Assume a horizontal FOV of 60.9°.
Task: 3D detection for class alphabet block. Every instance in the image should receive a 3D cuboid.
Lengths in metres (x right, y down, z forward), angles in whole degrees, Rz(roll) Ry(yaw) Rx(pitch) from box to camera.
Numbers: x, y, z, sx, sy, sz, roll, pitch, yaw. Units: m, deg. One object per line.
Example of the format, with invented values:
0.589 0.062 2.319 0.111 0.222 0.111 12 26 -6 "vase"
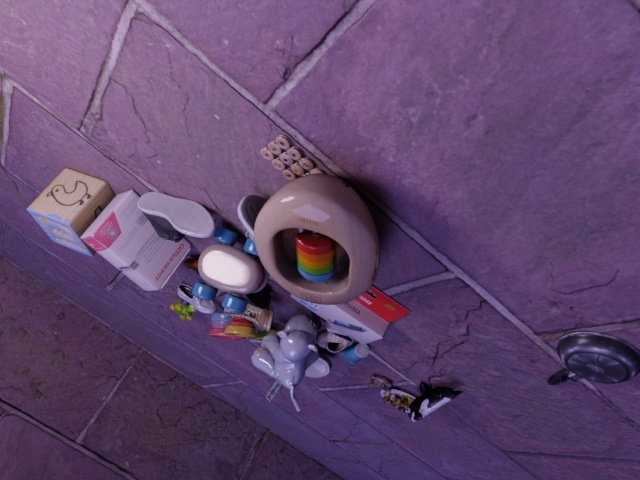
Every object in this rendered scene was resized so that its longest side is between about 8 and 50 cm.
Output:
-0.818 -0.095 1.848 0.192 0.197 0.193 19 148 16 "alphabet block"

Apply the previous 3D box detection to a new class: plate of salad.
0.326 0.643 2.140 0.199 0.048 0.200 21 149 13 "plate of salad"

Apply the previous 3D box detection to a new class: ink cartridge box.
-0.604 0.006 1.806 0.117 0.207 0.283 -6 135 46 "ink cartridge box"
0.083 0.194 1.652 0.296 0.066 0.261 34 151 -9 "ink cartridge box"

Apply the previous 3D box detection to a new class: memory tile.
-0.066 -0.178 1.271 0.148 0.012 0.113 41 148 -20 "memory tile"

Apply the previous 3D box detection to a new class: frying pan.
0.645 0.311 1.379 0.197 0.053 0.326 37 146 -12 "frying pan"

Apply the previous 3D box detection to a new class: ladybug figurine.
0.000 0.000 1.313 0.305 0.162 0.449 14 145 6 "ladybug figurine"

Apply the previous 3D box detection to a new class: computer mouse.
0.051 0.271 1.789 0.193 0.106 0.042 29 133 -23 "computer mouse"

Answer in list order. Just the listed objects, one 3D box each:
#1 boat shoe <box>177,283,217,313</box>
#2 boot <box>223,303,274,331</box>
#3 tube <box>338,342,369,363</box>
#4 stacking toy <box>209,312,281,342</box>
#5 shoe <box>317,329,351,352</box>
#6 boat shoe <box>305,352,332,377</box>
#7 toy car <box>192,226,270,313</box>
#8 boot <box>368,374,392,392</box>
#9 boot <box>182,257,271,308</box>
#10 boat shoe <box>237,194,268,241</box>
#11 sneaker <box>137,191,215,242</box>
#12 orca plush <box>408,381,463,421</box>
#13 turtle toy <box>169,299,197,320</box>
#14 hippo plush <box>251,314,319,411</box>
-0.501 0.231 2.212 0.184 0.066 0.063 34 152 12 "boat shoe"
-0.255 0.254 1.910 0.165 0.077 0.213 16 -176 -18 "boot"
0.121 0.411 1.972 0.080 0.052 0.207 39 156 2 "tube"
-0.281 0.328 2.172 0.279 0.131 0.309 15 162 -31 "stacking toy"
0.045 0.360 1.939 0.076 0.058 0.219 38 149 -15 "shoe"
-0.074 0.469 2.174 0.304 0.091 0.109 2 103 35 "boat shoe"
-0.249 0.099 1.712 0.210 0.219 0.238 19 177 17 "toy car"
0.232 0.560 2.099 0.086 0.042 0.118 22 147 15 "boot"
-0.332 0.151 1.915 0.264 0.096 0.280 37 154 -28 "boot"
-0.125 0.000 1.490 0.103 0.118 0.320 -6 142 41 "boat shoe"
-0.422 -0.049 1.684 0.295 0.105 0.147 20 151 26 "sneaker"
0.372 0.549 1.910 0.102 0.151 0.287 55 158 18 "orca plush"
-0.583 0.296 2.365 0.130 0.066 0.095 0 139 39 "turtle toy"
-0.123 0.382 1.918 0.234 0.294 0.237 17 130 7 "hippo plush"
